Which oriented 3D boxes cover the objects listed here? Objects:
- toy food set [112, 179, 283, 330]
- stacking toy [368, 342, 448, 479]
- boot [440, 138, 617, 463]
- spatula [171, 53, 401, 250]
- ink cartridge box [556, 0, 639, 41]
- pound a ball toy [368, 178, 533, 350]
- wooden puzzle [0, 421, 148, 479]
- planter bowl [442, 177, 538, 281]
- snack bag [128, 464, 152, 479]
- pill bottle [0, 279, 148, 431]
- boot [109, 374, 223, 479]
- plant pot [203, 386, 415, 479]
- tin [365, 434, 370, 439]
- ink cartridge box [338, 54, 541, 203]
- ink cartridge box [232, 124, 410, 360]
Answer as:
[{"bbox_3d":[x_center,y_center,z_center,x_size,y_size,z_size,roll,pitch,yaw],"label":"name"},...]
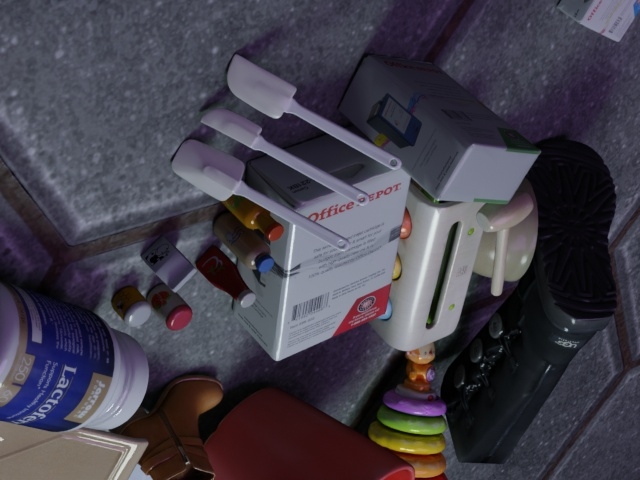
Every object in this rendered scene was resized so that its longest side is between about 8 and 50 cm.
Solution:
[{"bbox_3d":[-0.143,0.043,1.780,0.232,0.104,0.111,-45,146,-3],"label":"toy food set"},{"bbox_3d":[0.148,0.296,2.310,0.175,0.165,0.302,3,100,-44],"label":"stacking toy"},{"bbox_3d":[0.323,0.106,2.259,0.146,0.367,0.445,13,141,-5],"label":"boot"},{"bbox_3d":[-0.039,-0.095,1.699,0.242,0.019,0.168,29,101,-13],"label":"spatula"},{"bbox_3d":[0.407,-0.346,2.023,0.122,0.052,0.088,10,117,-52],"label":"ink cartridge box"},{"bbox_3d":[0.158,0.023,1.992,0.135,0.208,0.319,-18,138,-29],"label":"pound a ball toy"},{"bbox_3d":[-0.367,0.312,1.803,0.238,0.044,0.221,16,116,-32],"label":"wooden puzzle"},{"bbox_3d":[0.240,-0.021,2.102,0.109,0.162,0.162,3,127,-17],"label":"planter bowl"},{"bbox_3d":[-0.349,0.410,1.995,0.342,0.037,0.323,0,125,-46],"label":"snack bag"},{"bbox_3d":[-0.328,0.140,1.638,0.153,0.153,0.264,-52,146,9],"label":"pill bottle"},{"bbox_3d":[-0.183,0.267,1.922,0.197,0.152,0.073,-16,136,-37],"label":"boot"},{"bbox_3d":[-0.037,0.362,2.067,0.275,0.243,0.275,-42,154,-26],"label":"plant pot"},{"bbox_3d":[0.125,0.357,2.450,0.189,0.040,0.106,-28,138,-25],"label":"tin"},{"bbox_3d":[0.151,-0.143,1.813,0.154,0.212,0.093,0,128,-48],"label":"ink cartridge box"},{"bbox_3d":[0.000,0.000,1.882,0.197,0.114,0.273,-21,139,-31],"label":"ink cartridge box"}]
